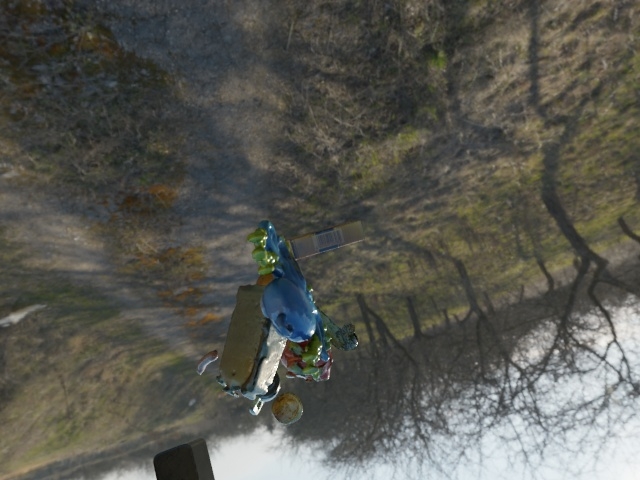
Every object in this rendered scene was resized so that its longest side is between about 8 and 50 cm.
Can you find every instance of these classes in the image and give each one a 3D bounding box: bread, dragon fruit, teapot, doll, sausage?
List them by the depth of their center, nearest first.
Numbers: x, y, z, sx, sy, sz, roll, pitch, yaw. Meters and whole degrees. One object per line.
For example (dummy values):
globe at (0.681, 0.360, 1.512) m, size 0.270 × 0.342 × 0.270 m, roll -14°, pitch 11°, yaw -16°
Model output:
doll at (-0.080, 0.120, 1.066) m, size 0.098 × 0.346 × 0.341 m, roll -26°, pitch -166°, yaw 4°
bread at (-0.115, 0.579, 1.601) m, size 0.110 × 0.110 × 0.024 m, roll -21°, pitch 172°, yaw 6°
teapot at (-0.194, 0.531, 1.626) m, size 0.111 × 0.149 × 0.108 m, roll -5°, pitch 139°, yaw -7°
sausage at (-0.455, 0.483, 1.851) m, size 0.177 × 0.047 × 0.040 m, roll -44°, pitch -179°, yaw 40°
dragon fruit at (-0.054, 0.477, 1.912) m, size 0.227 × 0.224 × 0.224 m, roll 21°, pitch 161°, yaw 1°

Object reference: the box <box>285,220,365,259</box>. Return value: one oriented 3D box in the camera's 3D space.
box at (0.000, 0.001, 1.446) m, size 0.237 × 0.070 × 0.152 m, roll -14°, pitch -177°, yaw -18°

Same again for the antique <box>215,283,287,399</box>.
antique at (-0.172, 0.269, 1.226) m, size 0.125 × 0.284 × 0.150 m, roll 4°, pitch 153°, yaw 25°

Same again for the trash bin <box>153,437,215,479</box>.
trash bin at (-0.346, 0.605, 1.185) m, size 0.114 × 0.165 × 0.225 m, roll -16°, pitch 160°, yaw -12°

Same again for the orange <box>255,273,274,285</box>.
orange at (-0.124, 0.149, 1.420) m, size 0.156 × 0.157 × 0.134 m, roll -5°, pitch -176°, yaw -42°

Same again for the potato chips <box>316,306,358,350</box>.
potato chips at (0.065, 0.348, 1.789) m, size 0.029 × 0.202 × 0.219 m, roll -35°, pitch -150°, yaw -33°
